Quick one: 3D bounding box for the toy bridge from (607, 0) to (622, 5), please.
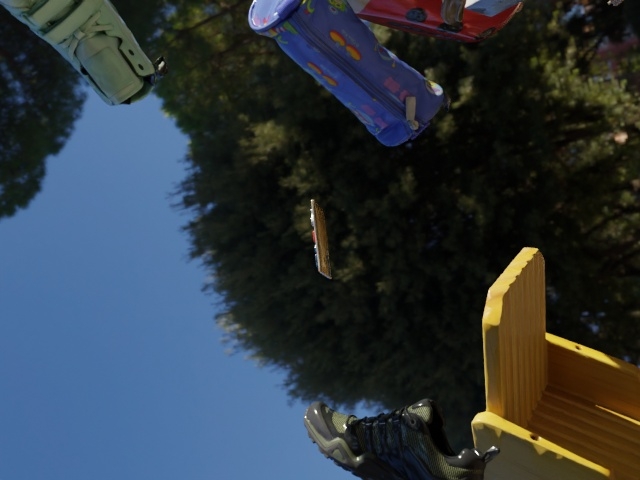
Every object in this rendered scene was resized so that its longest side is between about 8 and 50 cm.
[{"bbox_3d":[0.548,-0.449,1.318,0.063,0.188,0.026,-38,-90,-22],"label":"toy bridge"}]

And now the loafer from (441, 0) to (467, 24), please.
[{"bbox_3d":[0.206,-0.369,1.144,0.148,0.050,0.056,63,-141,-69],"label":"loafer"}]

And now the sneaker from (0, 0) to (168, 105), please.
[{"bbox_3d":[-0.248,-0.224,0.814,0.151,0.094,0.256,53,-174,10],"label":"sneaker"}]

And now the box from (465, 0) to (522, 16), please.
[{"bbox_3d":[0.208,-0.335,0.772,0.038,0.145,0.186,9,-96,-22],"label":"box"}]

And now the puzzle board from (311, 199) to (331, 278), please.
[{"bbox_3d":[0.000,0.000,1.377,0.096,0.011,0.128,44,-141,-75],"label":"puzzle board"}]

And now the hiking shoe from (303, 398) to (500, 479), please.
[{"bbox_3d":[0.088,0.224,0.880,0.114,0.227,0.086,-62,-29,-6],"label":"hiking shoe"}]

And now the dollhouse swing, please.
[{"bbox_3d":[0.427,0.222,1.287,0.347,0.315,0.305,-31,-45,-56],"label":"dollhouse swing"}]

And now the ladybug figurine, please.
[{"bbox_3d":[0.206,-0.504,1.561,0.449,0.305,0.162,9,-81,-15],"label":"ladybug figurine"}]

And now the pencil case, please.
[{"bbox_3d":[0.044,-0.249,1.078,0.306,0.119,0.133,36,-164,-32],"label":"pencil case"}]
